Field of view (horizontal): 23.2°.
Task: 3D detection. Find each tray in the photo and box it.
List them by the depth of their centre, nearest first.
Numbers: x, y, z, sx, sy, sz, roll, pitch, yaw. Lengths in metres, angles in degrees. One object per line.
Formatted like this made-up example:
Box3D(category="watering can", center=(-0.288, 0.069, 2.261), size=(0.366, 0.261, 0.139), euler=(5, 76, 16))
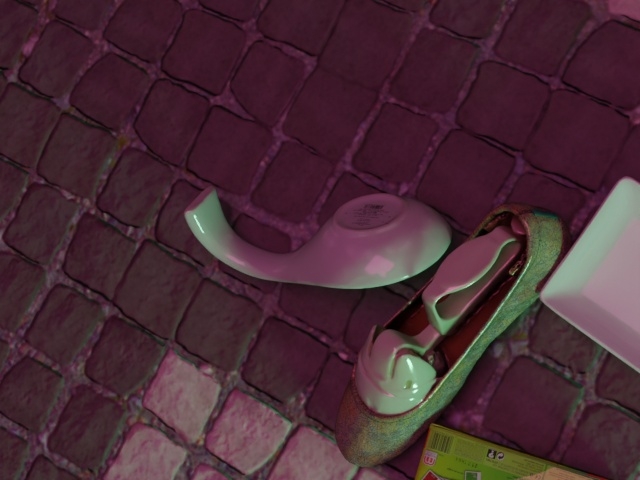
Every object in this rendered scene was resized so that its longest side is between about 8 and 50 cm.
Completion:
Box3D(category="tray", center=(0.348, 0.072, 1.421), size=(0.270, 0.030, 0.145), euler=(36, 96, 18))

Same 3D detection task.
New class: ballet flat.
Box3D(category="ballet flat", center=(0.106, 0.082, 1.484), size=(0.107, 0.106, 0.316), euler=(43, 98, 30))

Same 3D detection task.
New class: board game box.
Box3D(category="board game box", center=(0.179, 0.242, 1.462), size=(0.181, 0.043, 0.092), euler=(15, 87, 24))

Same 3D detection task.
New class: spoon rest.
Box3D(category="spoon rest", center=(0.000, 0.000, 1.549), size=(0.276, 0.137, 0.084), euler=(7, 126, 29))
